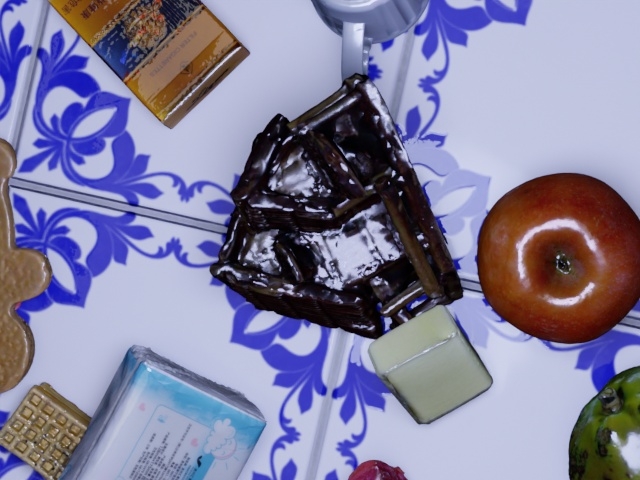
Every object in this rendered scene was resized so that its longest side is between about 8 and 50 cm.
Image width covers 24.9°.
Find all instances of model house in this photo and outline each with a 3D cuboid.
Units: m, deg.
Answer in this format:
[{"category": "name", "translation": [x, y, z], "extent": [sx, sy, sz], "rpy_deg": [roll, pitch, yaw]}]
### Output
[{"category": "model house", "translation": [0.000, 0.000, 1.813], "extent": [0.283, 0.317, 0.297], "rpy_deg": [-25, 74, 1]}]

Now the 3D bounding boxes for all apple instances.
[{"category": "apple", "translation": [0.304, 0.021, 1.819], "extent": [0.218, 0.201, 0.218], "rpy_deg": [1, 97, 7]}]

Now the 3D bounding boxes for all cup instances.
[{"category": "cup", "translation": [0.064, -0.324, 1.844], "extent": [0.167, 0.202, 0.221], "rpy_deg": [-24, 86, 7]}]

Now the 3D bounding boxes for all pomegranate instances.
[{"category": "pomegranate", "translation": [0.435, 0.290, 1.794], "extent": [0.222, 0.204, 0.276], "rpy_deg": [-32, 84, 23]}]

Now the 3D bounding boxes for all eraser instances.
[{"category": "eraser", "translation": [0.141, 0.161, 1.846], "extent": [0.117, 0.172, 0.058], "rpy_deg": [-31, 54, 5]}]

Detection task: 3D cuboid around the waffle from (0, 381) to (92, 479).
[{"category": "waffle", "translation": [-0.353, 0.273, 1.958], "extent": [0.148, 0.042, 0.102], "rpy_deg": [37, 93, 5]}]

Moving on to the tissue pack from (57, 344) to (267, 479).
[{"category": "tissue pack", "translation": [-0.218, 0.297, 1.884], "extent": [0.201, 0.124, 0.271], "rpy_deg": [29, 92, -15]}]

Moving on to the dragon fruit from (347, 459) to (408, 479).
[{"category": "dragon fruit", "translation": [0.067, 0.434, 1.881], "extent": [0.212, 0.134, 0.262], "rpy_deg": [-23, 71, 17]}]

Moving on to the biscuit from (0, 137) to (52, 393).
[{"category": "biscuit", "translation": [-0.473, 0.042, 1.973], "extent": [0.216, 0.047, 0.339], "rpy_deg": [-18, 90, 8]}]

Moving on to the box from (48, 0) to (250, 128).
[{"category": "box", "translation": [-0.231, -0.287, 1.942], "extent": [0.152, 0.070, 0.237], "rpy_deg": [-44, 87, 3]}]
